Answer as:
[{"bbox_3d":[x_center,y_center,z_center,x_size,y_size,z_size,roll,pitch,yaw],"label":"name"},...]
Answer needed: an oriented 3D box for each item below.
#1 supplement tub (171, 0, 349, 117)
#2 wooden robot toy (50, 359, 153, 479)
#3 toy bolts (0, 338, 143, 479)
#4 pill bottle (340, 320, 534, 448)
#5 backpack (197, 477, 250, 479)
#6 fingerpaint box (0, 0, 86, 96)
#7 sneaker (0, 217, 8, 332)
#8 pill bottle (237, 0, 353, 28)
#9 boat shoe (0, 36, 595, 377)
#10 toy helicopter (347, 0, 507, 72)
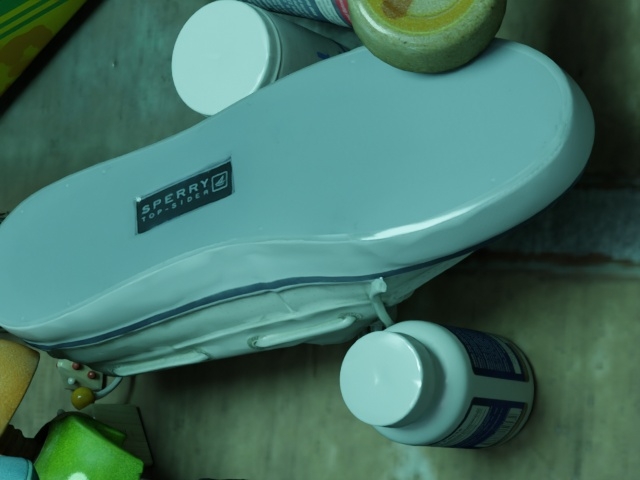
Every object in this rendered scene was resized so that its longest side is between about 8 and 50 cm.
[{"bbox_3d":[-0.029,-0.096,1.105,0.071,0.107,0.071,-5,80,31],"label":"supplement tub"},{"bbox_3d":[-0.147,0.136,1.160,0.076,0.079,0.173,-30,68,25],"label":"wooden robot toy"},{"bbox_3d":[-0.198,0.159,0.990,0.218,0.158,0.228,-60,15,-5],"label":"toy bolts"},{"bbox_3d":[0.061,0.078,1.015,0.067,0.120,0.067,-5,80,31],"label":"pill bottle"},{"bbox_3d":[0.010,0.314,0.957,0.356,0.273,0.290,25,91,21],"label":"backpack"},{"bbox_3d":[-0.265,-0.360,1.258,0.371,0.163,0.445,-45,61,17],"label":"fingerpaint box"},{"bbox_3d":[-0.184,0.019,1.177,0.222,0.118,0.083,-10,77,30],"label":"sneaker"},{"bbox_3d":[-0.019,-0.186,1.112,0.180,0.108,0.108,15,91,32],"label":"pill bottle"},{"bbox_3d":[-0.001,0.008,1.053,0.367,0.156,0.135,-20,53,23],"label":"boat shoe"},{"bbox_3d":[0.083,-0.257,0.997,0.235,0.140,0.355,3,75,5],"label":"toy helicopter"}]
